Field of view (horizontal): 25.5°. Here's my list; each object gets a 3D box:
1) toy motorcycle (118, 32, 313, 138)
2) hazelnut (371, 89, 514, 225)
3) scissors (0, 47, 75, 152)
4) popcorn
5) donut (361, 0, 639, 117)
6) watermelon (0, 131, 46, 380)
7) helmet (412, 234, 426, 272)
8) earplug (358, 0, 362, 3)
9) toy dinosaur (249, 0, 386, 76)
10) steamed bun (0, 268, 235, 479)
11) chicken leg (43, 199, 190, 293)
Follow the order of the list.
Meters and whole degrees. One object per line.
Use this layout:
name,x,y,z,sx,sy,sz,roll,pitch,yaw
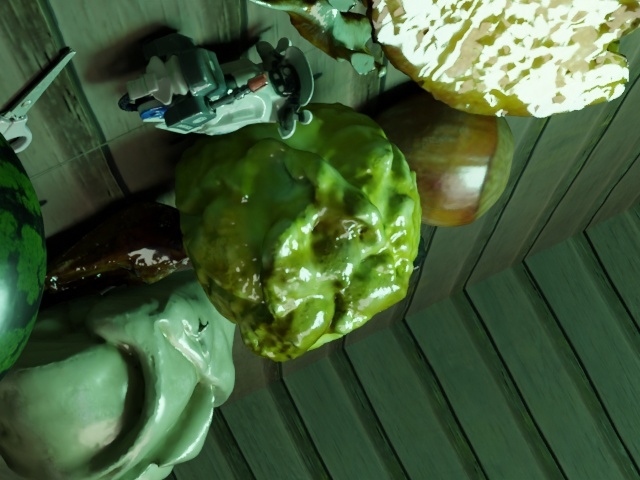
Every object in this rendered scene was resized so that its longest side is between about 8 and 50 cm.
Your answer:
toy motorcycle,-0.091,-0.143,1.340,0.150,0.102,0.221,-19,171,22
hazelnut,0.144,-0.105,1.795,0.214,0.176,0.214,0,155,0
scissors,-0.272,-0.117,1.267,0.100,0.015,0.189,-14,160,-50
popcorn,-0.016,-0.020,1.571,0.282,0.247,0.282,-23,137,-23
donut,0.185,-0.300,1.001,0.378,0.163,0.435,17,127,-47
watermelon,-0.342,0.010,1.036,0.285,0.285,0.285,-26,167,-6
helmet,0.000,0.000,1.941,0.279,0.160,0.230,-15,170,17
earplug,0.184,-0.255,1.307,0.326,0.175,0.214,-19,-156,-19
toy dinosaur,-0.005,-0.209,1.285,0.212,0.142,0.057,30,96,-32
steamed bun,-0.269,0.190,1.776,0.342,0.255,0.368,-13,-179,21
chicken leg,-0.285,0.027,1.660,0.304,0.093,0.113,-18,161,-8
